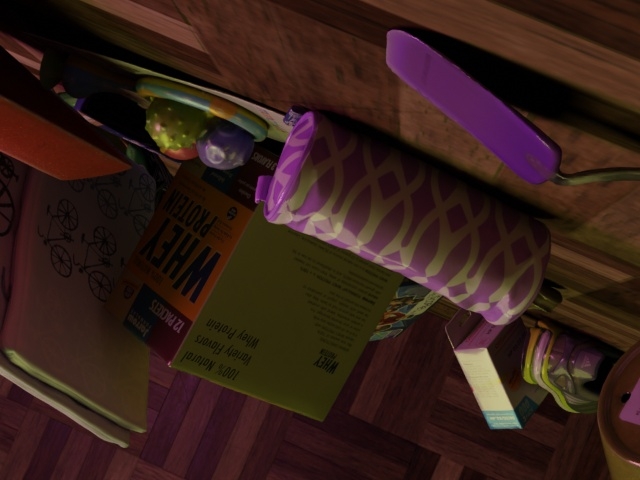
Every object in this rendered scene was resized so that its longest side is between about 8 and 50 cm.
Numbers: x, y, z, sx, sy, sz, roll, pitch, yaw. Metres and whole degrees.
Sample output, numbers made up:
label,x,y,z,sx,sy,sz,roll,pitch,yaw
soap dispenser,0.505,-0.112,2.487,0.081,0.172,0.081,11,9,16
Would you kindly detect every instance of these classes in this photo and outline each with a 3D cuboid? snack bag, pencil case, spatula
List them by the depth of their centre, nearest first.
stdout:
label,x,y,z,sx,sy,sz,roll,pitch,yaw
spatula,0.159,-0.018,0.517,0.297,0.030,0.084,23,174,6
pencil case,0.056,-0.012,0.823,0.206,0.086,0.088,26,142,-12
snack bag,-0.268,-0.021,1.083,0.037,0.323,0.342,-24,137,25

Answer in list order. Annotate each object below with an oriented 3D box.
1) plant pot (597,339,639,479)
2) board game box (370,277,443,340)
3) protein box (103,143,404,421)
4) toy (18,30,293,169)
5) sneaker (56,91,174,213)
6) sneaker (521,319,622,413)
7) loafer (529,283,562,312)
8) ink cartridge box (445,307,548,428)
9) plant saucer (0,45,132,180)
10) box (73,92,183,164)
label,x,y,z,sx,sy,sz,roll,pitch,yaw
plant pot,0.358,0.204,0.992,0.293,0.274,0.275,44,166,-32
board game box,0.061,0.072,1.363,0.136,0.035,0.201,-6,159,-23
protein box,-0.051,0.030,1.115,0.200,0.201,0.136,27,-177,-41
toy,-0.118,-0.097,0.959,0.237,0.056,0.137,23,178,13
sneaker,-0.209,-0.028,1.378,0.343,0.134,0.146,45,166,-5
sneaker,0.401,0.204,1.752,0.121,0.111,0.300,16,175,37
loafer,0.200,0.059,1.272,0.056,0.050,0.148,25,176,-26
ink cartridge box,0.261,0.173,1.752,0.062,0.104,0.181,-9,115,43
plant saucer,-0.298,-0.145,0.912,0.259,0.047,0.258,40,-176,27
box,-0.179,-0.117,1.250,0.225,0.036,0.136,26,176,-17
